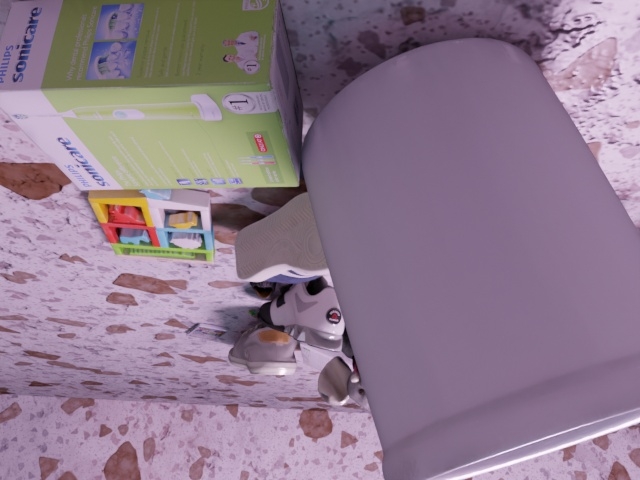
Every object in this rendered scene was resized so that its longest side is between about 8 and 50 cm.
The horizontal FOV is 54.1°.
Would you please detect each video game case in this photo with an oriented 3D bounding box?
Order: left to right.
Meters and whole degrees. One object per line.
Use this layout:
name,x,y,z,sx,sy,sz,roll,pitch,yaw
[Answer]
video game case,-0.319,0.259,1.769,0.087,0.011,0.122,15,153,-25

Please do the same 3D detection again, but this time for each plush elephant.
plush elephant,0.124,0.285,1.492,0.271,0.256,0.330,0,156,6

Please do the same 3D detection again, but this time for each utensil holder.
utensil holder,0.169,0.030,0.674,0.327,0.386,0.328,-15,156,-7

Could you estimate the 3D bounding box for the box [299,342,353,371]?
box,0.100,0.361,1.782,0.321,0.059,0.232,22,158,10

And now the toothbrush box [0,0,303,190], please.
toothbrush box,-0.171,-0.154,0.696,0.282,0.122,0.206,-2,157,7

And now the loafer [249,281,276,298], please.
loafer,-0.123,0.094,1.322,0.062,0.061,0.170,0,157,0

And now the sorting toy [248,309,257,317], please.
sorting toy,-0.146,0.190,1.600,0.061,0.012,0.083,-7,158,31

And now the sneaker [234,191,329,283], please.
sneaker,0.000,0.000,1.027,0.148,0.131,0.350,3,172,-37

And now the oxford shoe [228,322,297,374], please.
oxford shoe,-0.154,0.289,1.704,0.169,0.130,0.449,2,171,-15

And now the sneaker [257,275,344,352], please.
sneaker,-0.032,0.140,1.359,0.122,0.147,0.330,15,174,-28

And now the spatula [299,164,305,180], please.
spatula,0.056,-0.070,0.978,0.296,0.031,0.084,22,152,-36

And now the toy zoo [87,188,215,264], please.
toy zoo,-0.285,-0.031,1.093,0.192,0.030,0.293,4,156,-5
